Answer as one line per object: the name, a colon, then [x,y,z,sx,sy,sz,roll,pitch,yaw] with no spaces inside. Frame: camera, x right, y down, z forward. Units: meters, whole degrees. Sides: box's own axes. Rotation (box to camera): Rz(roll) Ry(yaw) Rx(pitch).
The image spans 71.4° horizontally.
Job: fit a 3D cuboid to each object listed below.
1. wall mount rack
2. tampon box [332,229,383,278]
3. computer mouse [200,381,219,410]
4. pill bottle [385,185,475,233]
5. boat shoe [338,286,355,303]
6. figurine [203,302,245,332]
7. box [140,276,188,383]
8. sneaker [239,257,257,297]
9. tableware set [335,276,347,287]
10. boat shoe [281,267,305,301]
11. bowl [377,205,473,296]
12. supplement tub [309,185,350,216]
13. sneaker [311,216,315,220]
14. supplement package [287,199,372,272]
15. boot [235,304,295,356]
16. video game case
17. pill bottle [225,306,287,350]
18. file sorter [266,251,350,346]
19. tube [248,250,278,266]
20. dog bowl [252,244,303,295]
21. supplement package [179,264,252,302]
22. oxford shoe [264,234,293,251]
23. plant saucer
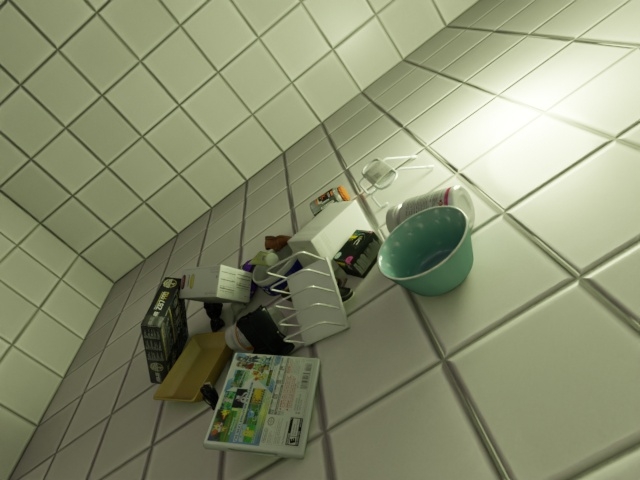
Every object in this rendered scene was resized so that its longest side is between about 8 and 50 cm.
wall mount rack: [0.335,-0.307,2.054,0.304,0.130,0.350,-41,25,8]
tampon box: [0.154,0.050,1.751,0.161,0.101,0.120,-51,27,-19]
computer mouse: [-0.276,0.567,1.486,0.272,0.188,0.072,2,30,43]
pill bottle: [0.384,-0.087,1.587,0.283,0.160,0.160,-13,37,44]
boat shoe: [0.018,0.194,1.667,0.233,0.079,0.084,-1,37,36]
figurine: [-0.464,0.331,2.189,0.215,0.092,0.209,-40,34,1]
box: [-0.714,0.420,2.077,0.097,0.395,0.318,6,36,-2]
sneaker: [-0.337,0.169,2.233,0.146,0.102,0.293,-33,27,14]
tableware set: [0.020,0.215,1.747,0.128,0.039,0.194,-16,35,41]
boat shoe: [-0.067,0.166,1.813,0.285,0.104,0.089,-32,29,48]
bowl: [0.353,0.054,1.405,0.311,0.163,0.311,-32,27,19]
supplement tub: [0.050,-0.190,2.256,0.190,0.117,0.117,-32,27,17]
sneaker: [0.000,0.000,2.083,0.267,0.101,0.106,-102,34,-54]
supplement package: [0.045,-0.014,1.867,0.293,0.175,0.177,-43,23,-29]
boot: [-0.243,0.375,1.636,0.246,0.207,0.094,-38,1,15]
video game case: [-0.170,0.501,1.392,0.300,0.036,0.329,2,39,9]
pill bottle: [-0.264,0.363,1.788,0.246,0.136,0.136,-24,30,32]
file sorter: [-0.054,0.206,1.568,0.193,0.173,0.277,-29,63,24]
tube: [-0.269,0.085,2.094,0.070,0.062,0.240,-4,2,-29]
dog bowl: [-0.188,0.129,2.092,0.265,0.104,0.265,-32,27,18]
supplement package: [-0.487,0.209,2.070,0.262,0.204,0.145,-7,72,34]
oxford shoe: [-0.184,0.016,2.089,0.212,0.076,0.076,-7,71,47]
plant saucer: [-0.519,0.552,1.905,0.333,0.081,0.333,-16,35,42]
